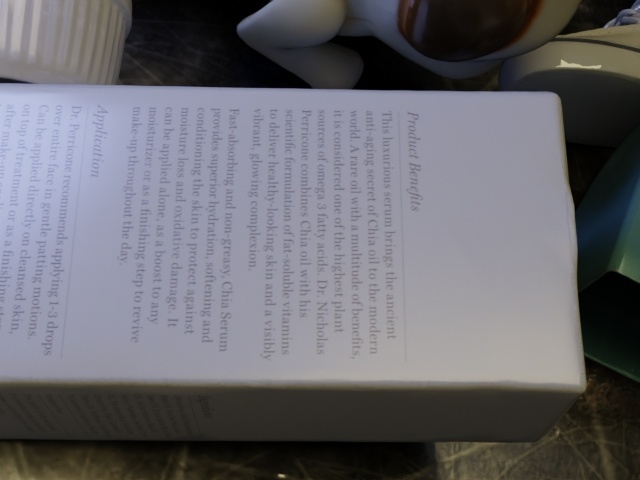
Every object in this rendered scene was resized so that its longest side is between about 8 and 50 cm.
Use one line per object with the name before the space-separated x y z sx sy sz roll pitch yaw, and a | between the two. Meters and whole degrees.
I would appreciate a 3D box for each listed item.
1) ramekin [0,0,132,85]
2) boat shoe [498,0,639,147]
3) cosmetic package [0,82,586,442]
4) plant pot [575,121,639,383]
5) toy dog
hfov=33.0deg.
ramekin | -0.256 -0.149 0.858 0.207 0.207 0.109 4 74 -15
boat shoe | 0.337 -0.189 1.092 0.366 0.136 0.157 3 66 -19
cosmetic package | -0.053 0.021 0.799 0.452 0.161 0.230 1 66 -1
plant pot | 0.323 -0.009 0.979 0.165 0.166 0.234 26 64 -4
toy dog | 0.046 -0.303 0.922 0.407 0.395 0.284 35 52 11
